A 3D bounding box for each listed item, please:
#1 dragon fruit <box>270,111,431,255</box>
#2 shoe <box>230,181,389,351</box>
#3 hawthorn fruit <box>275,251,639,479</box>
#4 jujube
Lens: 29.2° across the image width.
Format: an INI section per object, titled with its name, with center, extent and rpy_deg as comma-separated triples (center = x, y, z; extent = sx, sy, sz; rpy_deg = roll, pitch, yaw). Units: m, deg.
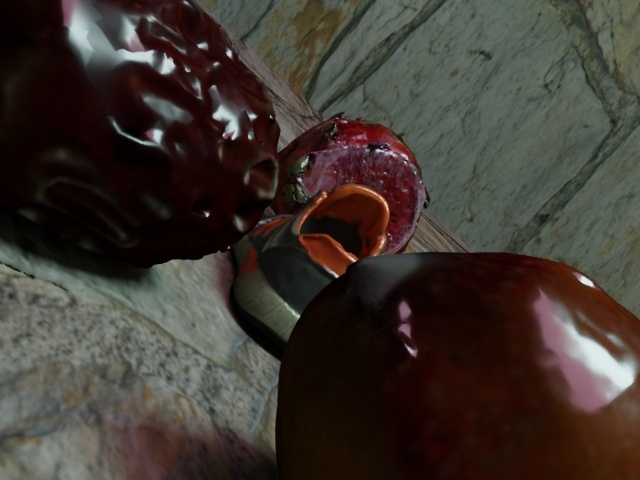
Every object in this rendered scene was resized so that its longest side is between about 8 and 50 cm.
[dragon fruit]
center = 0.032, -0.050, 1.613
extent = 0.282, 0.211, 0.147
rpy_deg = 7, 20, -25
[shoe]
center = 0.000, 0.000, 1.335
extent = 0.132, 0.171, 0.336
rpy_deg = 41, 12, -10
[hawthorn fruit]
center = 0.104, 0.165, 0.855
extent = 0.308, 0.325, 0.308
rpy_deg = 18, -25, 9
[jujube]
center = -0.185, -0.120, 1.008
extent = 0.377, 0.258, 0.258
rpy_deg = 25, 21, -44
